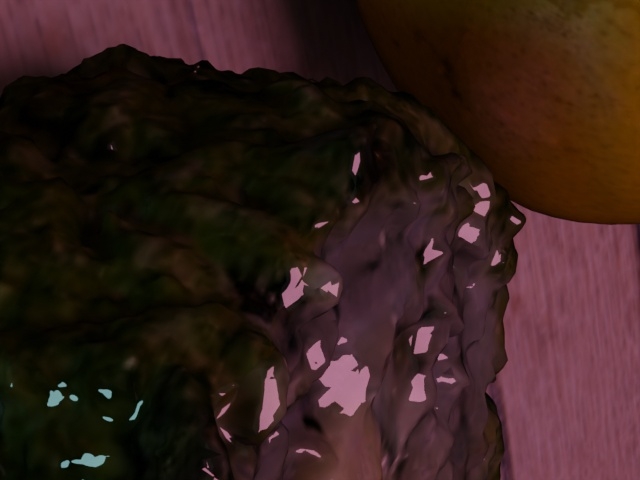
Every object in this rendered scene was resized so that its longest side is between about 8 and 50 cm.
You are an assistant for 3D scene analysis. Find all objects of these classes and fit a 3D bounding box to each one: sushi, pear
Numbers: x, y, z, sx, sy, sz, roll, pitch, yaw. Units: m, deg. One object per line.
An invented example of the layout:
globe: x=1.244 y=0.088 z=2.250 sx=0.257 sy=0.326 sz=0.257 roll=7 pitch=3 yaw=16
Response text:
sushi: x=-0.050 y=0.116 z=0.700 sx=0.294 sy=0.178 sz=0.352 roll=-48 pitch=142 yaw=-55
pear: x=0.128 y=-0.157 z=0.832 sx=0.336 sy=0.285 sz=0.285 roll=44 pitch=65 yaw=-45
